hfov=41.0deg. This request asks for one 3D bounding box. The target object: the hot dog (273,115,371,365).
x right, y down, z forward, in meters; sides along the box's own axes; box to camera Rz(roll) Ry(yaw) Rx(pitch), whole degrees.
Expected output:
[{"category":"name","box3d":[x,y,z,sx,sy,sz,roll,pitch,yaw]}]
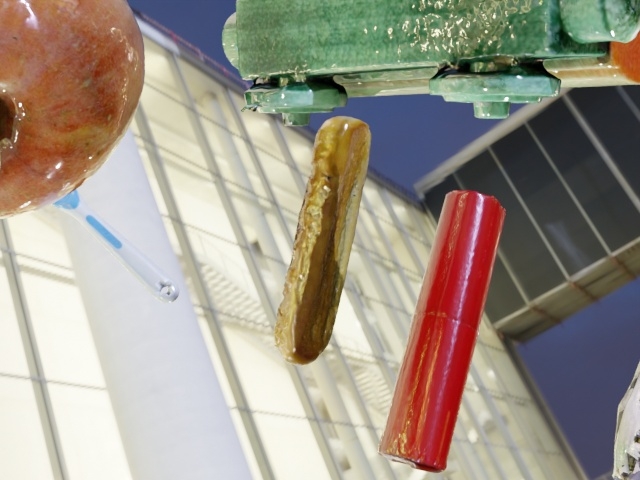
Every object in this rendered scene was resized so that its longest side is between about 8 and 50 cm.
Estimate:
[{"category":"hot dog","box3d":[0.000,0.000,0.735,0.047,0.215,0.066,11,0,39]}]

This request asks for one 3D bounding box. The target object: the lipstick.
[{"category":"lipstick","box3d":[0.124,0.088,0.854,0.073,0.279,0.073,16,-15,4]}]

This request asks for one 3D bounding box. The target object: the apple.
[{"category":"apple","box3d":[-0.279,-0.148,0.759,0.254,0.253,0.253,-19,-29,-11]}]

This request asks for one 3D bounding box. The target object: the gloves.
[{"category":"gloves","box3d":[0.395,0.183,0.915,0.212,0.128,0.111,-53,-47,-14]}]

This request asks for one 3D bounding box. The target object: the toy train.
[{"category":"toy train","box3d":[0.071,-0.130,0.509,0.177,0.116,0.286,-9,10,-42]}]

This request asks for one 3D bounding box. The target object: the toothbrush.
[{"category":"toothbrush","box3d":[-0.318,-0.054,1.059,0.040,0.386,0.040,-47,-6,-7]}]
